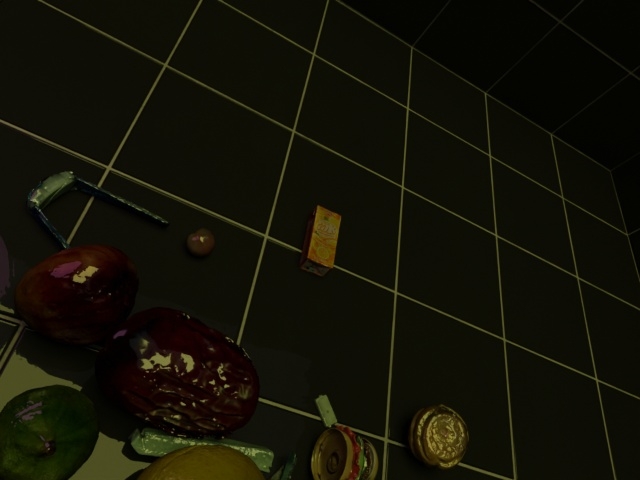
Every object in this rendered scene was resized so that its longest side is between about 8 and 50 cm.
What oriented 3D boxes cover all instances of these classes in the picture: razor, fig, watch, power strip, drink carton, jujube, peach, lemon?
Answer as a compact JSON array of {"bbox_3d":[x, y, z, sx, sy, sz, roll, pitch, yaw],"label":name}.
[{"bbox_3d":[-0.098,0.609,1.232,0.066,0.033,0.190,52,47,-41],"label":"razor"},{"bbox_3d":[-0.544,0.123,1.147,0.263,0.224,0.224,-18,72,-20],"label":"fig"},{"bbox_3d":[-0.587,-0.075,1.338,0.274,0.068,0.276,46,48,0],"label":"watch"},{"bbox_3d":[-0.531,0.369,0.984,0.203,0.235,0.203,13,60,-23],"label":"fig"},{"bbox_3d":[0.014,0.474,1.411,0.040,0.016,0.090,-11,68,-36],"label":"power strip"},{"bbox_3d":[0.000,0.000,1.664,0.096,0.071,0.223,24,52,-17],"label":"drink carton"},{"bbox_3d":[-0.324,0.302,1.162,0.377,0.258,0.258,39,47,-26],"label":"jujube"},{"bbox_3d":[-0.337,0.007,1.438,0.083,0.083,0.083,16,54,-24],"label":"peach"},{"bbox_3d":[-0.245,0.557,1.019,0.297,0.297,0.297,16,54,-24],"label":"lemon"}]

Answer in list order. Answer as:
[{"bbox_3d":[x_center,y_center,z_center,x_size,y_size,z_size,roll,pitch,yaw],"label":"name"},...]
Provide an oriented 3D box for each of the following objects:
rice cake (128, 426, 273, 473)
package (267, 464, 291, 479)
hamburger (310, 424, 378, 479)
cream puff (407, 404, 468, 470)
[{"bbox_3d":[-0.273,0.486,1.182,0.336,0.066,0.063,20,73,-20],"label":"rice cake"},{"bbox_3d":[-0.119,0.599,1.248,0.110,0.015,0.037,-25,72,-42],"label":"package"},{"bbox_3d":[0.069,0.568,1.298,0.137,0.175,0.175,30,49,-31],"label":"hamburger"},{"bbox_3d":[0.338,0.569,1.485,0.189,0.129,0.189,10,63,-20],"label":"cream puff"}]
